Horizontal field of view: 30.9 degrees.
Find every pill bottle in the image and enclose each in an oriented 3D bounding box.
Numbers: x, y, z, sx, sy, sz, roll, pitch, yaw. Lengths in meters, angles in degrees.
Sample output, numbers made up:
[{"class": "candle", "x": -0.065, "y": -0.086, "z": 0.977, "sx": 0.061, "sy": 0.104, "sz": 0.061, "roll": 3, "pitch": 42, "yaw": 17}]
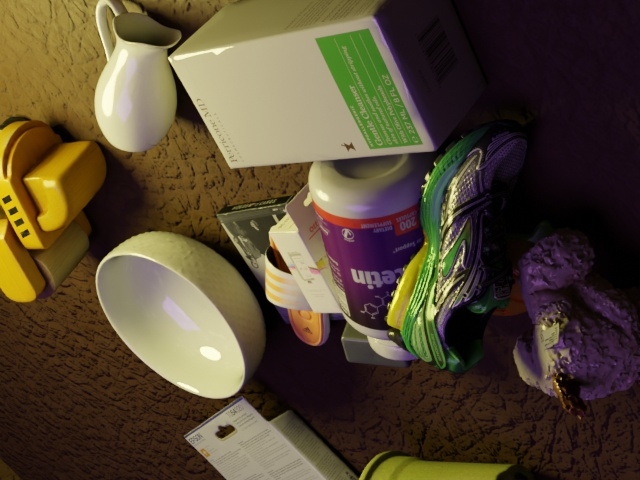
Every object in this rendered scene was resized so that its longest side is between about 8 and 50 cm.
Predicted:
[{"class": "pill bottle", "x": 0.100, "y": 0.013, "z": 1.635, "sx": 0.181, "sy": 0.181, "sz": 0.323, "roll": 13, "pitch": 136, "yaw": 33}]

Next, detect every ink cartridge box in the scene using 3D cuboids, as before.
[{"class": "ink cartridge box", "x": 0.000, "y": 0.000, "z": 1.767, "sx": 0.067, "sy": 0.115, "sz": 0.198, "roll": -2, "pitch": 125, "yaw": 44}, {"class": "ink cartridge box", "x": -0.090, "y": 0.455, "z": 2.355, "sx": 0.330, "sy": 0.071, "sz": 0.324, "roll": 47, "pitch": 144, "yaw": -2}]

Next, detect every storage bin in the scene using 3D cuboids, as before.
[{"class": "storage bin", "x": 0.098, "y": 0.143, "z": 1.825, "sx": 0.135, "sy": 0.091, "sz": 0.098, "roll": 3, "pitch": 130, "yaw": 24}]

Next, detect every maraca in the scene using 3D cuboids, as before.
[{"class": "maraca", "x": 0.273, "y": 0.039, "z": 1.582, "sx": 0.186, "sy": 0.099, "sz": 0.127, "roll": -26, "pitch": 115, "yaw": 28}]

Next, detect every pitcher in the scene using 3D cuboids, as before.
[{"class": "pitcher", "x": -0.294, "y": -0.257, "z": 1.784, "sx": 0.178, "sy": 0.125, "sz": 0.207, "roll": 44, "pitch": 138, "yaw": 32}]

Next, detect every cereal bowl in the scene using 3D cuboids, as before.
[{"class": "cereal bowl", "x": -0.230, "y": 0.114, "z": 2.068, "sx": 0.339, "sy": 0.141, "sz": 0.339, "roll": 24, "pitch": 140, "yaw": 22}]

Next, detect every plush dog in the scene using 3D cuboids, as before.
[{"class": "plush dog", "x": 0.383, "y": 0.122, "z": 1.482, "sx": 0.225, "sy": 0.210, "sz": 0.262, "roll": -11, "pitch": 128, "yaw": -6}]

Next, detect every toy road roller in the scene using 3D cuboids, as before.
[{"class": "toy road roller", "x": -0.490, "y": -0.059, "z": 2.086, "sx": 0.241, "sy": 0.202, "sz": 0.329, "roll": -1, "pitch": 127, "yaw": 28}]

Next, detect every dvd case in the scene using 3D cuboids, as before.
[{"class": "dvd case", "x": -0.051, "y": 0.036, "z": 1.923, "sx": 0.179, "sy": 0.029, "sz": 0.238, "roll": -7, "pitch": 123, "yaw": 46}]

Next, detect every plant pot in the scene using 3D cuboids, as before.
[{"class": "plant pot", "x": 0.236, "y": 0.480, "z": 1.954, "sx": 0.254, "sy": 0.276, "sz": 0.276, "roll": -15, "pitch": 117, "yaw": 36}]

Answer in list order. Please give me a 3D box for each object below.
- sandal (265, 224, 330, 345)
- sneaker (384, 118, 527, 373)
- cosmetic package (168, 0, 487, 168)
[{"class": "sandal", "x": -0.038, "y": 0.094, "z": 1.881, "sx": 0.102, "sy": 0.076, "sz": 0.265, "roll": 16, "pitch": 137, "yaw": 28}, {"class": "sneaker", "x": 0.205, "y": 0.010, "z": 1.490, "sx": 0.146, "sy": 0.134, "sz": 0.343, "roll": 32, "pitch": 116, "yaw": 44}, {"class": "cosmetic package", "x": 0.005, "y": -0.220, "z": 1.507, "sx": 0.365, "sy": 0.155, "sz": 0.197, "roll": -4, "pitch": 126, "yaw": 42}]
